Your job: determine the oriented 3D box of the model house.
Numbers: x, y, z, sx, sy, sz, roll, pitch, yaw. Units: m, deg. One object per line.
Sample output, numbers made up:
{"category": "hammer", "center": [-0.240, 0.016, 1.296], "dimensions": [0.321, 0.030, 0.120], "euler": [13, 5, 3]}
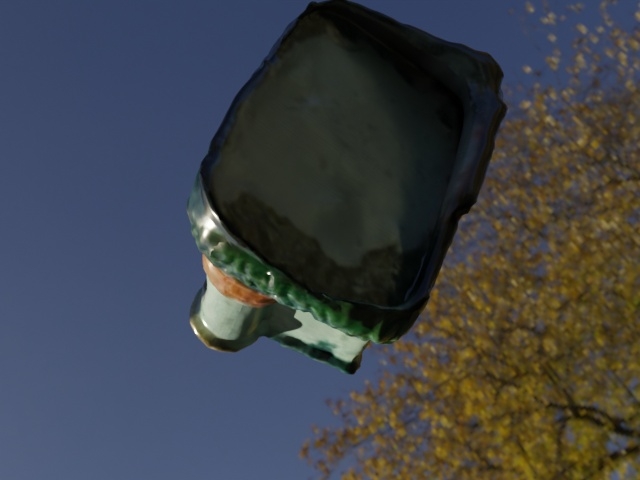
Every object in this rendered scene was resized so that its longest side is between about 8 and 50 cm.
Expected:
{"category": "model house", "center": [0.000, 0.000, 0.871], "dimensions": [0.184, 0.253, 0.291], "euler": [22, -35, 1]}
